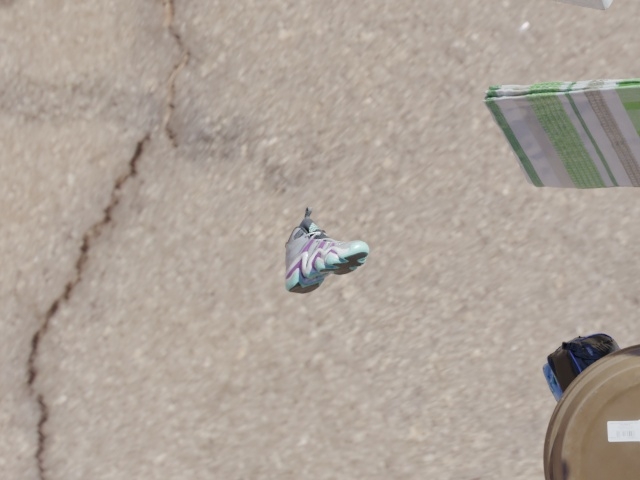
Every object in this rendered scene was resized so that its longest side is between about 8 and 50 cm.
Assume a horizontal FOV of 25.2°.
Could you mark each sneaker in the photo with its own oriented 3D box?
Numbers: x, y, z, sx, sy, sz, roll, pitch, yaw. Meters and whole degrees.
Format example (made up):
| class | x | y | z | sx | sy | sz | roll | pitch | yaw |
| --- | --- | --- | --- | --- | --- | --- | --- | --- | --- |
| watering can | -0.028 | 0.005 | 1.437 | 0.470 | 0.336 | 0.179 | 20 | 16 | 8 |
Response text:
| class | x | y | z | sx | sy | sz | roll | pitch | yaw |
| --- | --- | --- | --- | --- | --- | --- | --- | --- | --- |
| sneaker | 0.000 | 0.000 | 1.258 | 0.038 | 0.098 | 0.069 | 13 | 60 | -44 |

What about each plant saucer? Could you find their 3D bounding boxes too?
| class | x | y | z | sx | sy | sz | roll | pitch | yaw |
| --- | --- | --- | --- | --- | --- | --- | --- | --- | --- |
| plant saucer | 0.392 | 0.254 | 1.624 | 0.277 | 0.041 | 0.278 | 0 | 88 | 13 |

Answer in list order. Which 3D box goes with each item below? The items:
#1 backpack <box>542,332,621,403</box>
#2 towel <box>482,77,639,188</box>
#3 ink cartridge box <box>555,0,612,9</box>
| class | x | y | z | sx | sy | sz | roll | pitch | yaw |
| --- | --- | --- | --- | --- | --- | --- | --- | --- | --- |
| backpack | 0.367 | 0.183 | 1.962 | 0.114 | 0.084 | 0.105 | -16 | 76 | -44 |
| towel | 0.215 | -0.086 | 1.134 | 0.113 | 0.152 | 0.023 | 54 | 51 | -37 |
| ink cartridge box | 0.200 | -0.354 | 1.155 | 0.117 | 0.278 | 0.201 | 19 | 68 | 30 |
